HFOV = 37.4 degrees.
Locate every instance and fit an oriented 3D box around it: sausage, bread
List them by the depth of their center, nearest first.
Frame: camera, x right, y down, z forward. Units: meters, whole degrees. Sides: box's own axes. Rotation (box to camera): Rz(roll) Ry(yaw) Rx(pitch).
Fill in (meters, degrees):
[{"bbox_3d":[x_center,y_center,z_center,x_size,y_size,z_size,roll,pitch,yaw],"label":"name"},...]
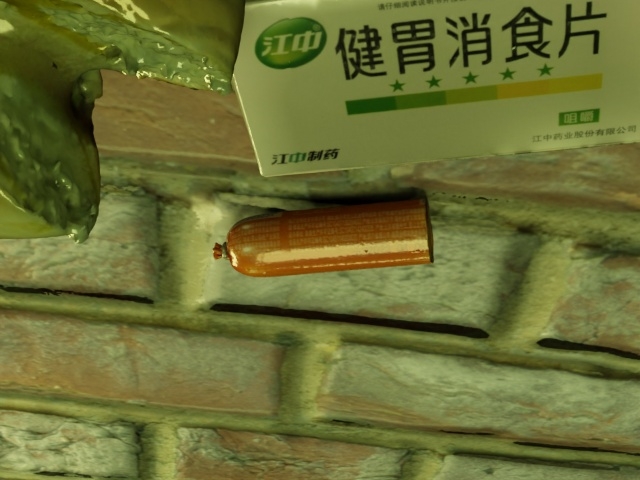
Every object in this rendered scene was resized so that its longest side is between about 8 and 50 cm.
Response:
[{"bbox_3d":[-0.213,-0.160,0.642,0.333,0.333,0.160,-20,160,25],"label":"bread"},{"bbox_3d":[0.000,0.000,0.992,0.234,0.071,0.071,-4,139,10],"label":"sausage"}]

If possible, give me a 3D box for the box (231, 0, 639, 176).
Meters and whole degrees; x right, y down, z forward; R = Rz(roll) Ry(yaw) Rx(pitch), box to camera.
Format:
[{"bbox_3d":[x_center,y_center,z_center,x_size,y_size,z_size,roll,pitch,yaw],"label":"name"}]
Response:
[{"bbox_3d":[0.087,-0.169,0.733,0.333,0.145,0.173,-4,137,9],"label":"box"}]
